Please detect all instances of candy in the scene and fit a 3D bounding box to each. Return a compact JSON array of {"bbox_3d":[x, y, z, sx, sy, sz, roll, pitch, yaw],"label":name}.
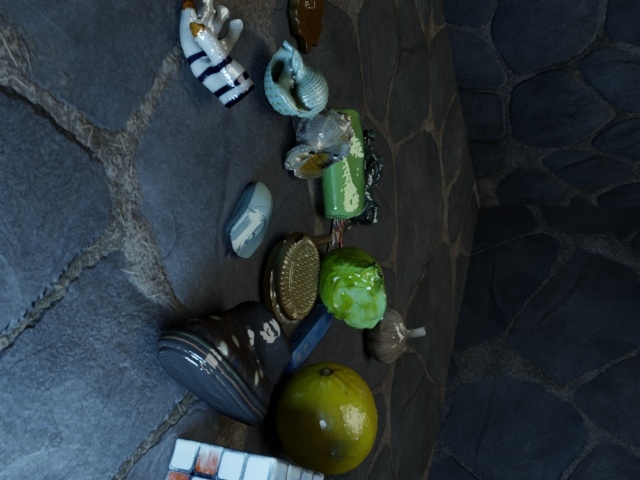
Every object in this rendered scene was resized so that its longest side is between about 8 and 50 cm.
[{"bbox_3d":[0.060,-0.235,1.960,0.142,0.132,0.344,-2,92,-23],"label":"candy"}]

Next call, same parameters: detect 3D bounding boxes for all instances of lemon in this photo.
[{"bbox_3d":[0.017,0.481,1.720,0.297,0.297,0.297,2,90,-66],"label":"lemon"}]

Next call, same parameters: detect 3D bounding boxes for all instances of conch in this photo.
[{"bbox_3d":[-0.074,-0.397,1.635,0.172,0.131,0.200,-37,100,-28],"label":"conch"},{"bbox_3d":[-0.004,-0.267,1.779,0.245,0.163,0.178,-43,120,-18],"label":"conch"}]

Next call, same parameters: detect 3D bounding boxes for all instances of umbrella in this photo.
[{"bbox_3d":[0.168,-0.226,2.223,0.143,0.094,0.349,43,51,-64],"label":"umbrella"}]

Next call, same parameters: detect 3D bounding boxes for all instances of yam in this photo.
[{"bbox_3d":[0.000,0.000,1.945,0.145,0.032,0.032,-10,101,-64],"label":"yam"}]

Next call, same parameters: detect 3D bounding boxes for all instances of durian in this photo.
[{"bbox_3d":[0.088,0.135,1.918,0.340,0.204,0.256,-125,-164,-66],"label":"durian"}]

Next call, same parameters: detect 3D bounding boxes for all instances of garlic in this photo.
[{"bbox_3d":[0.288,0.355,2.392,0.218,0.212,0.219,-4,90,-69],"label":"garlic"}]

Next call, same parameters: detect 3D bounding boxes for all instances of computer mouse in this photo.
[{"bbox_3d":[-0.162,-0.050,1.537,0.113,0.068,0.229,61,39,-46],"label":"computer mouse"}]

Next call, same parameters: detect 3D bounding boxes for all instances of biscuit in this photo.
[{"bbox_3d":[-0.074,0.104,1.728,0.259,0.079,0.259,2,90,-65],"label":"biscuit"},{"bbox_3d":[-0.042,-0.635,1.798,0.182,0.034,0.215,1,93,-65],"label":"biscuit"}]

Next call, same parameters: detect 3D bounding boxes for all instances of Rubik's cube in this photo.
[{"bbox_3d":[-0.172,0.579,1.336,0.259,0.256,0.253,47,50,-56],"label":"Rubik's cube"}]

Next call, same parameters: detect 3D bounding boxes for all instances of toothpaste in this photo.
[{"bbox_3d":[-0.039,0.281,1.857,0.272,0.053,0.066,-46,128,-55],"label":"toothpaste"}]

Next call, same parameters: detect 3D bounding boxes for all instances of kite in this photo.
[{"bbox_3d":[0.060,-0.030,2.099,0.232,0.009,0.189,-42,130,-56],"label":"kite"}]

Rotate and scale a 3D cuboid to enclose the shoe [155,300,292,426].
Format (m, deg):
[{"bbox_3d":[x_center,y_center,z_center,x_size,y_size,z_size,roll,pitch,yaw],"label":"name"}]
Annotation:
[{"bbox_3d":[-0.188,0.233,1.374,0.237,0.171,0.384,-66,150,-26],"label":"shoe"}]

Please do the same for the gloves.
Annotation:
[{"bbox_3d":[-0.226,-0.395,1.334,0.219,0.131,0.140,51,39,-11],"label":"gloves"}]

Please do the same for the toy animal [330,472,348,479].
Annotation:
[{"bbox_3d":[0.063,0.652,2.068,0.137,0.082,0.269,-29,119,-63],"label":"toy animal"}]
